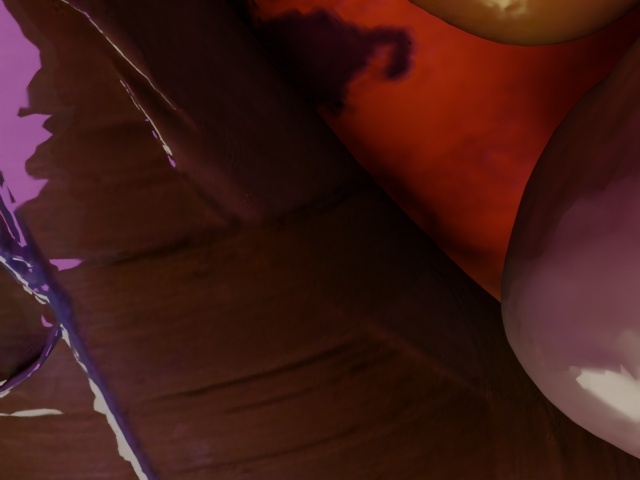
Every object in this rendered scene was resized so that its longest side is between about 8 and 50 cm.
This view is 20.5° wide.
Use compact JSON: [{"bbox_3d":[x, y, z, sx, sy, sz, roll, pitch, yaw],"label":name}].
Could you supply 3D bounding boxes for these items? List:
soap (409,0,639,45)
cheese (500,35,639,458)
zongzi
[{"bbox_3d":[0.073,-0.109,0.388,0.089,0.033,0.168,26,127,-26],"label":"soap"},{"bbox_3d":[0.259,-0.027,0.373,0.328,0.129,0.351,29,123,-12],"label":"cheese"},{"bbox_3d":[0.000,0.000,0.441,0.256,0.115,0.228,-1,128,-6],"label":"zongzi"}]
